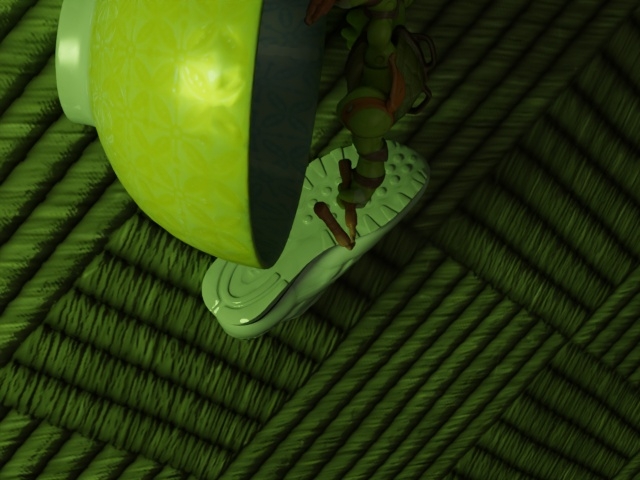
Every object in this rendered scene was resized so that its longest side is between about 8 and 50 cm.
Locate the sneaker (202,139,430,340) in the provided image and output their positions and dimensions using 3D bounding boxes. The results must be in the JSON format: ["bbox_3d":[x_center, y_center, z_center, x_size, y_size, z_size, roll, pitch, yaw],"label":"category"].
[{"bbox_3d":[0.000,0.000,1.299,0.235,0.090,0.095,-36,153,-2],"label":"sneaker"}]

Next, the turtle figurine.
[{"bbox_3d":[0.045,-0.145,1.095,0.087,0.217,0.269,1,127,8],"label":"turtle figurine"}]

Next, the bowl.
[{"bbox_3d":[-0.093,-0.129,1.013,0.156,0.289,0.289,7,132,7],"label":"bowl"}]
